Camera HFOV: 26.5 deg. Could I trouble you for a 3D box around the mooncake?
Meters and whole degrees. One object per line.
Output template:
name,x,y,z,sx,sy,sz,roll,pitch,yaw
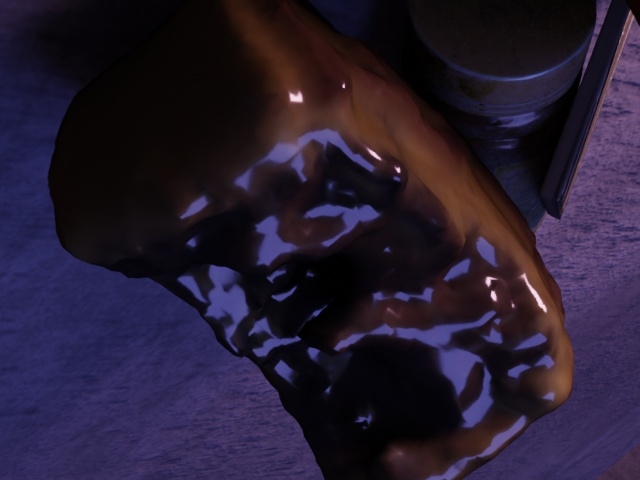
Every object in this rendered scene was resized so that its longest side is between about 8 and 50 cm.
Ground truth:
mooncake,0.000,0.000,0.979,0.246,0.393,0.394,-36,168,12

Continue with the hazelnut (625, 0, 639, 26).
hazelnut,0.367,-0.269,0.937,0.366,0.365,0.365,-24,153,-13

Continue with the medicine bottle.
medicine bottle,0.144,-0.110,1.201,0.151,0.151,0.322,-24,153,-12

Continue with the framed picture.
framed picture,0.244,-0.149,1.167,0.192,0.018,0.265,25,85,-78
